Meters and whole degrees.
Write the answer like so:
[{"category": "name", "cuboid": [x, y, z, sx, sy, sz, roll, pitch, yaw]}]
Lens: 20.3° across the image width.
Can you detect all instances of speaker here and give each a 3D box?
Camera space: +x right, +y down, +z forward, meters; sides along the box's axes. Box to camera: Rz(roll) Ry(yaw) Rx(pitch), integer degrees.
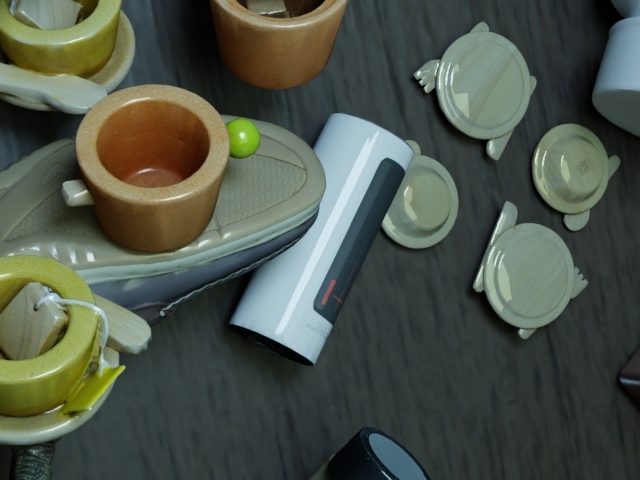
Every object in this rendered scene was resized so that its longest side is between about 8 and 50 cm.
[{"category": "speaker", "cuboid": [0.000, 0.000, 0.999, 0.055, 0.055, 0.136, 31, 78, -23]}]

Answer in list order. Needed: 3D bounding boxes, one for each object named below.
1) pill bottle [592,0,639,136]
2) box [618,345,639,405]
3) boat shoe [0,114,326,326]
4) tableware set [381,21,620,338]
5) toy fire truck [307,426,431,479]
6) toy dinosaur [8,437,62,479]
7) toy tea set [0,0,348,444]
[{"category": "pill bottle", "cuboid": [0.263, -0.197, 1.061, 0.161, 0.161, 0.283, 21, 82, -24]}, {"category": "box", "cuboid": [0.382, 0.171, 1.113, 0.381, 0.191, 0.143, 46, 73, -20]}, {"category": "boat shoe", "cuboid": [-0.133, 0.016, 0.913, 0.285, 0.103, 0.092, -20, 140, -18]}, {"category": "tableware set", "cuboid": [0.108, -0.035, 1.069, 0.168, 0.020, 0.141, 38, 73, -20]}, {"category": "toy fire truck", "cuboid": [0.076, 0.256, 0.966, 0.246, 0.217, 0.158, 34, 106, -28]}, {"category": "toy dinosaur", "cuboid": [-0.186, 0.170, 0.852, 0.121, 0.313, 0.160, 3, 90, 19]}, {"category": "toy tea set", "cuboid": [-0.120, -0.075, 0.843, 0.200, 0.124, 0.336, 26, 55, 15]}]
